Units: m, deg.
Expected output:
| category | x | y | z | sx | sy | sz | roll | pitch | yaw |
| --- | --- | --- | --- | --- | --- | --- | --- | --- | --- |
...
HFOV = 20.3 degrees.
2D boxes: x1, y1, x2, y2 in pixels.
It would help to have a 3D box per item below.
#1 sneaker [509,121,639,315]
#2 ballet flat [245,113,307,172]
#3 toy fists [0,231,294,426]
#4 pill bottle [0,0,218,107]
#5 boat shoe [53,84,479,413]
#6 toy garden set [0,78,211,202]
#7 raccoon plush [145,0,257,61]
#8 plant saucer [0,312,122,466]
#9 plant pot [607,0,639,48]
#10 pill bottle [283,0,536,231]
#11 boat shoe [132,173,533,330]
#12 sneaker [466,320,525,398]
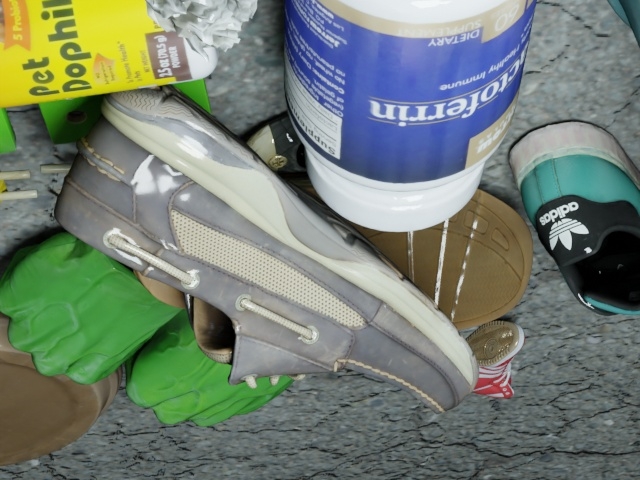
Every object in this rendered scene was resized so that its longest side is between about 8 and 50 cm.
| category | x | y | z | sx | sy | sz | roll | pitch | yaw |
| --- | --- | --- | --- | --- | --- | --- | --- | --- | --- |
| sneaker | 0.255 | 0.019 | 1.426 | 0.108 | 0.121 | 0.302 | -28 | 143 | 30 |
| ballet flat | 0.030 | -0.071 | 1.296 | 0.173 | 0.049 | 0.057 | -7 | 149 | 0 |
| toy fists | -0.135 | 0.069 | 1.448 | 0.142 | 0.096 | 0.279 | -39 | 137 | 25 |
| pill bottle | -0.174 | -0.141 | 1.071 | 0.215 | 0.117 | 0.117 | -8 | 149 | 0 |
| boat shoe | -0.038 | 0.027 | 1.216 | 0.355 | 0.132 | 0.130 | 39 | 94 | -30 |
| toy garden set | -0.198 | -0.086 | 1.228 | 0.244 | 0.049 | 0.204 | -9 | 147 | 0 |
| raccoon plush | 0.030 | -0.281 | 0.717 | 0.446 | 0.299 | 0.216 | -26 | 144 | 27 |
| plant saucer | -0.312 | 0.135 | 1.566 | 0.278 | 0.041 | 0.278 | -5 | 148 | -3 |
| plant pot | 0.366 | -0.085 | 1.081 | 0.341 | 0.334 | 0.341 | -7 | 149 | -4 |
| pill bottle | 0.053 | -0.125 | 1.117 | 0.153 | 0.153 | 0.264 | -5 | 149 | -4 |
| boat shoe | 0.000 | 0.000 | 1.366 | 0.342 | 0.123 | 0.123 | 0 | -170 | -27 |
| sneaker | 0.164 | 0.109 | 1.628 | 0.067 | 0.042 | 0.118 | 16 | 149 | -28 |
